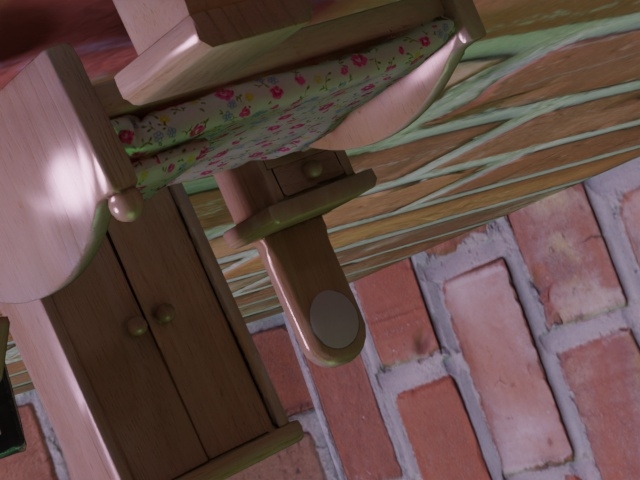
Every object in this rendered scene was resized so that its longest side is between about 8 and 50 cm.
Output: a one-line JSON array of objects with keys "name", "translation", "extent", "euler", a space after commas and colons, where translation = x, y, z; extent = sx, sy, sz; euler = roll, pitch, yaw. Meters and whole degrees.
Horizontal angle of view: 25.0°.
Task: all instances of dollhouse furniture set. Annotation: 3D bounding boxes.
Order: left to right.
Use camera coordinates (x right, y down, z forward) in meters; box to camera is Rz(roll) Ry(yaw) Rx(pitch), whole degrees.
[{"name": "dollhouse furniture set", "translation": [0.000, 0.000, 0.626], "extent": [0.303, 0.174, 0.355], "euler": [-23, 178, -38]}]

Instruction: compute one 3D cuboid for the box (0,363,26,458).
[{"name": "box", "translation": [-0.418, 0.148, 0.943], "extent": [0.395, 0.097, 0.318], "euler": [-17, -178, -22]}]
